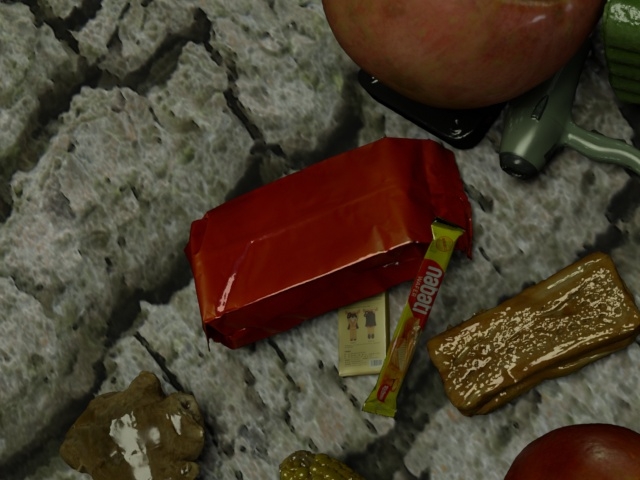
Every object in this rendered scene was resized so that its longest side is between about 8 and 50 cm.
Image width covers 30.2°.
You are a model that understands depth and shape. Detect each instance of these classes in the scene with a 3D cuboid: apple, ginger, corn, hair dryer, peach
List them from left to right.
[{"bbox_3d":[-0.237,0.321,1.677,0.270,0.123,0.219,43,97,18],"label":"ginger"},{"bbox_3d":[0.069,0.388,1.527,0.322,0.119,0.119,37,91,31],"label":"corn"},{"bbox_3d":[0.179,-0.341,1.510,0.364,0.364,0.363,-7,72,21],"label":"apple"},{"bbox_3d":[0.360,-0.183,1.606,0.225,0.088,0.219,3,71,11],"label":"hair dryer"},{"bbox_3d":[0.333,0.340,1.357,0.281,0.238,0.281,-7,36,5],"label":"peach"}]

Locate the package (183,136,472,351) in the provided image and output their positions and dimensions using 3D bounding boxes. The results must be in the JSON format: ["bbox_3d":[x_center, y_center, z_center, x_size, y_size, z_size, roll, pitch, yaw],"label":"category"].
[{"bbox_3d":[-0.001,0.001,1.655,0.424,0.123,0.196,-20,59,12],"label":"package"}]

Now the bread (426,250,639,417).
[{"bbox_3d":[0.275,0.120,1.538,0.271,0.077,0.139,-30,61,11],"label":"bread"}]

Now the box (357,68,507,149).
[{"bbox_3d":[0.228,-0.316,1.705,0.211,0.058,0.350,34,89,29],"label":"box"}]

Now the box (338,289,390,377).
[{"bbox_3d":[0.061,0.117,1.664,0.073,0.020,0.149,-7,72,22],"label":"box"}]

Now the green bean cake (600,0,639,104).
[{"bbox_3d":[0.443,-0.295,1.502,0.125,0.248,0.222,17,75,24],"label":"green bean cake"}]

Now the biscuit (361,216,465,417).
[{"bbox_3d":[0.122,0.105,1.573,0.048,0.026,0.292,17,108,-4],"label":"biscuit"}]
